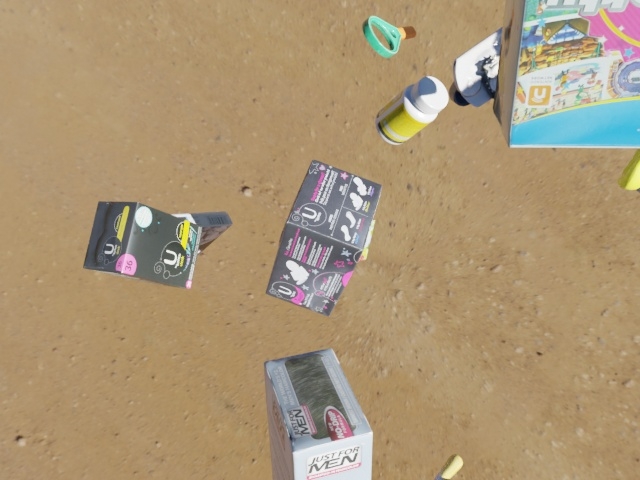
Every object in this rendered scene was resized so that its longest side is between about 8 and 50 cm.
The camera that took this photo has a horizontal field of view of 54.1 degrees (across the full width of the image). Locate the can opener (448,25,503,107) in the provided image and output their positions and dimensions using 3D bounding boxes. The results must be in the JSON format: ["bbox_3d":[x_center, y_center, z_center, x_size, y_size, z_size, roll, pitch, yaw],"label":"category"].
[{"bbox_3d":[0.283,-0.271,0.795,0.280,0.093,0.074,-33,118,7],"label":"can opener"}]

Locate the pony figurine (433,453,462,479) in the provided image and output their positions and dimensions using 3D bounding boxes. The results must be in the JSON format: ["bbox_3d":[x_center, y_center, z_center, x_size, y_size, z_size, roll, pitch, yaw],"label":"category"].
[{"bbox_3d":[0.219,0.744,1.607,0.303,0.363,0.351,43,121,26],"label":"pony figurine"}]

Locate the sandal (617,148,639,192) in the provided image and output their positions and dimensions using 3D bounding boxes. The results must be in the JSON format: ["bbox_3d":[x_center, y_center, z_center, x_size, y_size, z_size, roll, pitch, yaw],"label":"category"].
[{"bbox_3d":[0.809,-0.186,1.459,0.138,0.126,0.317,37,57,13],"label":"sandal"}]

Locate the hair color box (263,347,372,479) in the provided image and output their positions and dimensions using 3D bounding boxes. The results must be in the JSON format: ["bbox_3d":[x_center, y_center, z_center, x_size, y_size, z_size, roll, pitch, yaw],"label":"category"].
[{"bbox_3d":[-0.005,0.374,0.954,0.113,0.185,0.374,-10,120,-14],"label":"hair color box"}]

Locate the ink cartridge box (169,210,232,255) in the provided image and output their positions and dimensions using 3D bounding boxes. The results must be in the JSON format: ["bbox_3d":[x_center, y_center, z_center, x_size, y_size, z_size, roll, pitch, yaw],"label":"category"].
[{"bbox_3d":[-0.337,0.008,1.421,0.208,0.206,0.045,-37,73,33],"label":"ink cartridge box"}]

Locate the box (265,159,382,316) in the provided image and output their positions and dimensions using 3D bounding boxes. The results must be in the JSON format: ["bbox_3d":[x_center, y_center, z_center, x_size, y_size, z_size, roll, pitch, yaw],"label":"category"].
[{"bbox_3d":[0.000,0.000,1.171,0.142,0.247,0.163,21,54,-2],"label":"box"}]

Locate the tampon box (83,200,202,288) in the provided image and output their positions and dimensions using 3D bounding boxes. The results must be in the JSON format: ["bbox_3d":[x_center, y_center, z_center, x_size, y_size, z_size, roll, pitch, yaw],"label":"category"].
[{"bbox_3d":[-0.304,0.010,1.090,0.101,0.161,0.120,4,79,32],"label":"tampon box"}]

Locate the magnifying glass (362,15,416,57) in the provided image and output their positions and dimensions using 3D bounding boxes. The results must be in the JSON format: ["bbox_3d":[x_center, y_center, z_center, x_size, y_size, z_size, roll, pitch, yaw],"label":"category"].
[{"bbox_3d":[0.157,-0.446,1.358,0.026,0.231,0.092,-31,92,34],"label":"magnifying glass"}]

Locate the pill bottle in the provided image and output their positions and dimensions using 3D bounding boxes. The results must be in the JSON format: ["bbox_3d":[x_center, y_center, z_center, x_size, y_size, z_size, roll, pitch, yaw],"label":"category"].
[{"bbox_3d":[0.254,-0.364,1.756,0.119,0.208,0.119,10,68,-26],"label":"pill bottle"}]

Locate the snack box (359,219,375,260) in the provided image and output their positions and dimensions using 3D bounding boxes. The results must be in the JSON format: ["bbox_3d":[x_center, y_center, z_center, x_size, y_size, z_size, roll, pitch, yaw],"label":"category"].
[{"bbox_3d":[0.072,0.001,1.439,0.037,0.141,0.100,18,105,26],"label":"snack box"}]

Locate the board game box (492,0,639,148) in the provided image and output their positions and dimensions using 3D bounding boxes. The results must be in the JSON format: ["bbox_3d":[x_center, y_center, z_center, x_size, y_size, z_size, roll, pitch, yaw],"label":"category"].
[{"bbox_3d":[0.239,-0.215,0.392,0.224,0.097,0.303,1,118,6],"label":"board game box"}]
